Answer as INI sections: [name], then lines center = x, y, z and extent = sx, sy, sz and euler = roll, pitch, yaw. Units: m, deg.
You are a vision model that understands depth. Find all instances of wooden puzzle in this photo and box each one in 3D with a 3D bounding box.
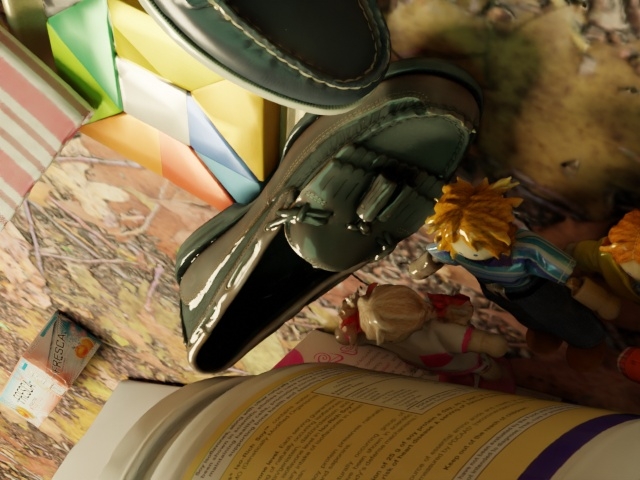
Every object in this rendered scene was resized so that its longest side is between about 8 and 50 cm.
[wooden puzzle]
center = -0.090, -0.094, 0.669
extent = 0.239, 0.044, 0.221
euler = 24, 148, 12

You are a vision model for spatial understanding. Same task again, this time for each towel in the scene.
[towel]
center = -0.254, -0.070, 0.737
extent = 0.144, 0.029, 0.197
euler = 42, 117, -5

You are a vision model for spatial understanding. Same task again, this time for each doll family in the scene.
[doll family]
center = 0.133, 0.028, 0.591
extent = 0.263, 0.118, 0.163
euler = 7, 159, 35

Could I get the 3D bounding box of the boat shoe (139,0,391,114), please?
[boat shoe]
center = -0.054, -0.162, 0.498
extent = 0.254, 0.095, 0.079
euler = 49, 157, -11

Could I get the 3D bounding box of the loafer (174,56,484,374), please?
[loafer]
center = 0.000, 0.000, 0.637
extent = 0.096, 0.084, 0.267
euler = 21, 142, -27

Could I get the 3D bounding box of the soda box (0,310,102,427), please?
[soda box]
center = -0.288, 0.139, 1.154
extent = 0.058, 0.063, 0.183
euler = 36, 148, -7

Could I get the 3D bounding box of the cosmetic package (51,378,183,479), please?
[cosmetic package]
center = -0.091, 0.376, 1.164
extent = 0.161, 0.230, 0.453
euler = -1, 137, 41

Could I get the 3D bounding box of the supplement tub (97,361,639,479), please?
[supplement tub]
center = 0.046, 0.192, 0.580
extent = 0.331, 0.241, 0.241
euler = 4, 140, 47

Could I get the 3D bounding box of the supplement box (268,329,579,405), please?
[supplement box]
center = 0.062, 0.160, 0.804
extent = 0.220, 0.111, 0.114
euler = 15, 122, 28
